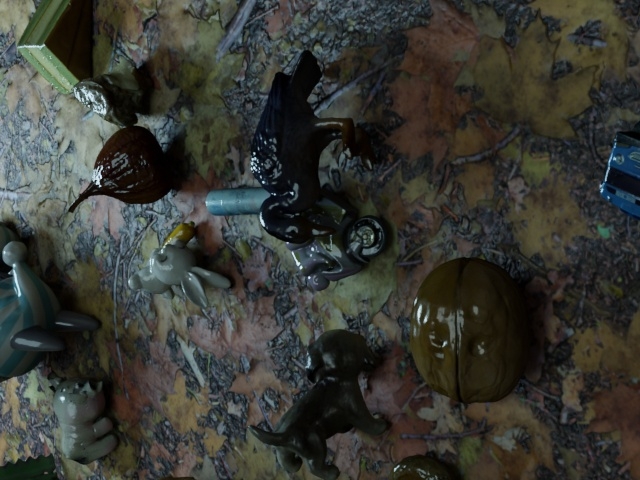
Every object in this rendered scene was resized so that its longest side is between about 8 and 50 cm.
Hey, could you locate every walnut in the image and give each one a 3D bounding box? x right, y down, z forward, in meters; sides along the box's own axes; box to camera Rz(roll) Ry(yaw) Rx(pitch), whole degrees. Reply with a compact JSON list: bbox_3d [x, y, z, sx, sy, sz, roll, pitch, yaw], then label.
[{"bbox_3d":[0.206,0.127,1.542,0.167,0.167,0.207,6,101,42],"label":"walnut"}]

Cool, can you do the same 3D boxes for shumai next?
[{"bbox_3d":[-0.377,-0.281,2.053,0.145,0.145,0.116,35,99,34],"label":"shumai"}]

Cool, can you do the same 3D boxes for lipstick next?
[{"bbox_3d":[-0.124,-0.066,1.891,0.157,0.048,0.048,0,95,42],"label":"lipstick"}]

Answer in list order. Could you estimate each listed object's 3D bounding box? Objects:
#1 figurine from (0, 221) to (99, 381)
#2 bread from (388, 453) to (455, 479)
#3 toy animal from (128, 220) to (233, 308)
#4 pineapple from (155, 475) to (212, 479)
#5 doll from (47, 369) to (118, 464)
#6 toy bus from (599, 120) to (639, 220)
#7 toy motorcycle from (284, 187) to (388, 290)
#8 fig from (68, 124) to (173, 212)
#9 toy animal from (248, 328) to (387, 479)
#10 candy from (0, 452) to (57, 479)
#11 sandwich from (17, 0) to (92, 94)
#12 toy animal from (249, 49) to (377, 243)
[{"bbox_3d":[-0.617,0.129,2.306,0.377,0.266,0.362,9,74,10],"label":"figurine"},{"bbox_3d":[0.156,0.362,1.682,0.113,0.060,0.082,2,97,40],"label":"bread"},{"bbox_3d":[-0.245,0.049,2.004,0.181,0.131,0.127,-13,119,49],"label":"toy animal"},{"bbox_3d":[-0.236,0.615,1.987,0.222,0.223,0.358,8,110,41],"label":"pineapple"},{"bbox_3d":[-0.484,0.354,2.240,0.149,0.095,0.192,-5,95,45],"label":"doll"},{"bbox_3d":[0.412,-0.082,1.311,0.090,0.184,0.106,32,118,35],"label":"toy bus"},{"bbox_3d":[0.000,0.000,1.768,0.225,0.073,0.152,27,106,28],"label":"toy motorcycle"},{"bbox_3d":[-0.373,-0.119,2.006,0.134,0.201,0.146,150,98,-83],"label":"fig"},{"bbox_3d":[0.007,0.258,1.739,0.121,0.233,0.169,5,139,52],"label":"toy animal"},{"bbox_3d":[-0.605,0.645,2.274,0.172,0.263,0.398,-16,85,33],"label":"candy"},{"bbox_3d":[-0.488,-0.406,2.203,0.117,0.144,0.187,9,65,41],"label":"sandwich"},{"bbox_3d":[-0.024,-0.144,1.713,0.185,0.122,0.298,-18,75,22],"label":"toy animal"}]
